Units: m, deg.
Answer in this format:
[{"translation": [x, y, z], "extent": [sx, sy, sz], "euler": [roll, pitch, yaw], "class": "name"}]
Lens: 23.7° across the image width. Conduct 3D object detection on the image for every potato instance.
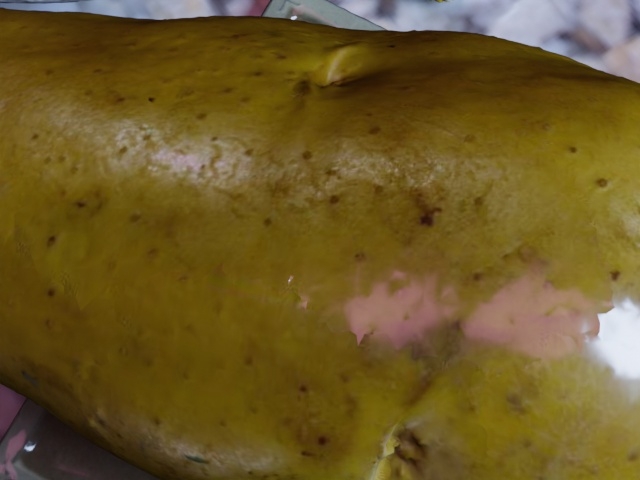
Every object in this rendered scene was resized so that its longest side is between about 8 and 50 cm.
[{"translation": [0.000, 0.000, 0.521], "extent": [0.369, 0.176, 0.195], "euler": [15, 71, 13], "class": "potato"}]

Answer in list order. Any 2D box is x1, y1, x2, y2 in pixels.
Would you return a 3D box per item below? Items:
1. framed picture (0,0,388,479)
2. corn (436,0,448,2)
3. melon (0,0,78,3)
[{"translation": [0.072, 0.067, 0.594], "extent": [0.335, 0.022, 0.247], "euler": [27, 74, 11], "class": "framed picture"}, {"translation": [0.022, -0.127, 0.656], "extent": [0.092, 0.037, 0.037], "euler": [13, 72, 10], "class": "corn"}, {"translation": [-0.145, -0.152, 0.605], "extent": [0.139, 0.093, 0.202], "euler": [-16, 34, -14], "class": "melon"}]
